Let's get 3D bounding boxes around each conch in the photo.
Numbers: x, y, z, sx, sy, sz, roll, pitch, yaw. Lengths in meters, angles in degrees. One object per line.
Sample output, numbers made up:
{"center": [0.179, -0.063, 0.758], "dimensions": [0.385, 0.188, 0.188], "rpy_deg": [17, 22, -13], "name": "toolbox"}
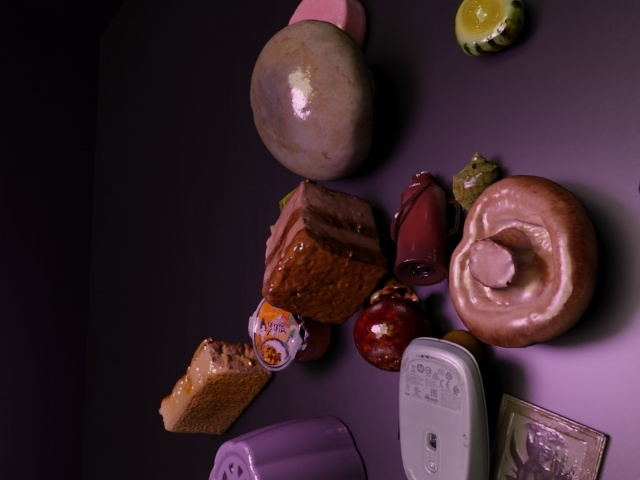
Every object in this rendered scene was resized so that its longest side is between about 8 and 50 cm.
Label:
{"center": [0.280, -0.103, 1.023], "dimensions": [0.089, 0.074, 0.121], "rpy_deg": [-150, 54, -63], "name": "conch"}

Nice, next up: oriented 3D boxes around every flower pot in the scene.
{"center": [-0.081, 0.498, 1.140], "dimensions": [0.265, 0.243, 0.265], "rpy_deg": [-11, 75, 48], "name": "flower pot"}

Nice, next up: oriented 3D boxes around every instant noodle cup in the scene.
{"center": [-0.054, 0.205, 1.268], "dimensions": [0.208, 0.125, 0.178], "rpy_deg": [26, 101, 49], "name": "instant noodle cup"}

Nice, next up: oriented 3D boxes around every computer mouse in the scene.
{"center": [0.214, 0.305, 0.941], "dimensions": [0.159, 0.097, 0.289], "rpy_deg": [3, 94, 50], "name": "computer mouse"}

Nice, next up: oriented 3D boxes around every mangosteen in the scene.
{"center": [0.149, 0.160, 1.060], "dimensions": [0.145, 0.181, 0.156], "rpy_deg": [39, 137, 0], "name": "mangosteen"}

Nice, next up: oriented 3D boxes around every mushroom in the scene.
{"center": [0.309, 0.035, 0.883], "dimensions": [0.278, 0.146, 0.278], "rpy_deg": [-28, 56, 53], "name": "mushroom"}
{"center": [-0.009, -0.303, 1.247], "dimensions": [0.352, 0.260, 0.352], "rpy_deg": [33, 132, 45], "name": "mushroom"}

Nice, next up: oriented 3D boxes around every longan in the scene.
{"center": [0.246, 0.196, 0.980], "dimensions": [0.075, 0.075, 0.083], "rpy_deg": [42, 153, 46], "name": "longan"}

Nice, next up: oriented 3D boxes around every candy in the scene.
{"center": [0.003, -0.512, 1.412], "dimensions": [0.255, 0.094, 0.255], "rpy_deg": [-15, 70, 47], "name": "candy"}

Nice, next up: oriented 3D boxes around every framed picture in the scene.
{"center": [0.332, 0.377, 0.867], "dimensions": [0.173, 0.010, 0.231], "rpy_deg": [12, 90, 50], "name": "framed picture"}

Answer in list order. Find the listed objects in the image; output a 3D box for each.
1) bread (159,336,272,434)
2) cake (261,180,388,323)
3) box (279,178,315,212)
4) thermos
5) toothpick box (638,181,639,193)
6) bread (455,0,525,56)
{"center": [-0.269, 0.378, 1.431], "dimensions": [0.275, 0.184, 0.114], "rpy_deg": [-54, 40, 25], "name": "bread"}
{"center": [0.000, 0.000, 1.163], "dimensions": [0.293, 0.198, 0.196], "rpy_deg": [-94, 26, -48], "name": "cake"}
{"center": [-0.044, -0.039, 1.394], "dimensions": [0.121, 0.030, 0.193], "rpy_deg": [-34, 55, 39], "name": "box"}
{"center": [0.197, -0.036, 1.049], "dimensions": [0.124, 0.099, 0.232], "rpy_deg": [3, 56, 12], "name": "thermos"}
{"center": [0.530, -0.115, 0.580], "dimensions": [0.354, 0.263, 0.263], "rpy_deg": [-15, 69, 48], "name": "toothpick box"}
{"center": [0.316, -0.406, 1.042], "dimensions": [0.139, 0.071, 0.130], "rpy_deg": [-1, 76, 51], "name": "bread"}
